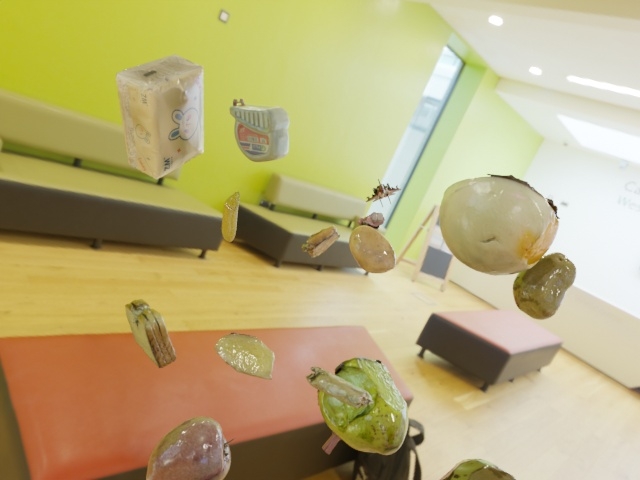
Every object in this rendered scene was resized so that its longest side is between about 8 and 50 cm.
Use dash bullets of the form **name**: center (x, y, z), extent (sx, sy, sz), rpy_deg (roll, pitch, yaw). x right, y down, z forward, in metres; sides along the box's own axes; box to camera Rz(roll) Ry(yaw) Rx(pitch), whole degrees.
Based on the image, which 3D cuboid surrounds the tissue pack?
- **tissue pack**: center (-0.300, -0.237, 0.880), extent (0.092, 0.196, 0.148), rpy_deg (30, 46, 15)

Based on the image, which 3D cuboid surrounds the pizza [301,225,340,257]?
- **pizza**: center (0.000, 0.000, 1.720), extent (0.069, 0.147, 0.226), rpy_deg (55, 1, 10)

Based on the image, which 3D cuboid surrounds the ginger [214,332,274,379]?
- **ginger**: center (-0.238, 0.334, 1.329), extent (0.193, 0.115, 0.123), rpy_deg (32, -32, -29)

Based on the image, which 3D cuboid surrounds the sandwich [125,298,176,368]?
- **sandwich**: center (-0.754, 0.393, 1.994), extent (0.095, 0.248, 0.273), rpy_deg (-27, 30, -33)

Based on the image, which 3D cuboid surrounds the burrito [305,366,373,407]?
- **burrito**: center (0.041, 0.344, 1.058), extent (0.188, 0.044, 0.058), rpy_deg (15, 33, 37)

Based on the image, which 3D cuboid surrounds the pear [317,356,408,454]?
- **pear**: center (0.113, 0.497, 1.281), extent (0.164, 0.238, 0.255), rpy_deg (27, 22, -38)

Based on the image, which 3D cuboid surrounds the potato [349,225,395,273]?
- **potato**: center (0.137, 0.026, 1.219), extent (0.146, 0.112, 0.112), rpy_deg (57, 20, 8)

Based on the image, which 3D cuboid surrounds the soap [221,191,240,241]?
- **soap**: center (-0.288, -0.078, 1.442), extent (0.033, 0.168, 0.089), rpy_deg (-4, 21, -37)

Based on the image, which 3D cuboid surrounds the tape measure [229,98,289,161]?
- **tape measure**: center (-0.239, -0.444, 1.845), extent (0.243, 0.245, 0.125), rpy_deg (17, 31, 34)

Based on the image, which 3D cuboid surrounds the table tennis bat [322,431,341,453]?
- **table tennis bat**: center (0.118, 0.795, 1.990), extent (0.200, 0.310, 0.038), rpy_deg (39, -9, 4)

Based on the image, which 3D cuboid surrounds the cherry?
- **cherry**: center (-0.434, 0.728, 1.526), extent (0.308, 0.261, 0.221), rpy_deg (-22, 39, -18)

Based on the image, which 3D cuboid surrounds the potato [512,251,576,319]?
- **potato**: center (0.640, 0.125, 1.293), extent (0.157, 0.193, 0.157), rpy_deg (21, 32, -14)

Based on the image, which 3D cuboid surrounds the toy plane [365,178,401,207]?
- **toy plane**: center (0.208, -0.169, 1.534), extent (0.189, 0.130, 0.061), rpy_deg (51, 23, -69)

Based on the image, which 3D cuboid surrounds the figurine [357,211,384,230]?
- **figurine**: center (0.164, -0.060, 1.464), extent (0.072, 0.054, 0.129), rpy_deg (2, -5, -4)

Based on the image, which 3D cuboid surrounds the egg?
- **egg**: center (0.453, -0.011, 1.213), extent (0.338, 0.200, 0.337), rpy_deg (22, -23, 10)

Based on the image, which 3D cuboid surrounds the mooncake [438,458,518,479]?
- **mooncake**: center (0.357, 0.607, 0.941), extent (0.156, 0.284, 0.284), rpy_deg (-26, 39, -24)
